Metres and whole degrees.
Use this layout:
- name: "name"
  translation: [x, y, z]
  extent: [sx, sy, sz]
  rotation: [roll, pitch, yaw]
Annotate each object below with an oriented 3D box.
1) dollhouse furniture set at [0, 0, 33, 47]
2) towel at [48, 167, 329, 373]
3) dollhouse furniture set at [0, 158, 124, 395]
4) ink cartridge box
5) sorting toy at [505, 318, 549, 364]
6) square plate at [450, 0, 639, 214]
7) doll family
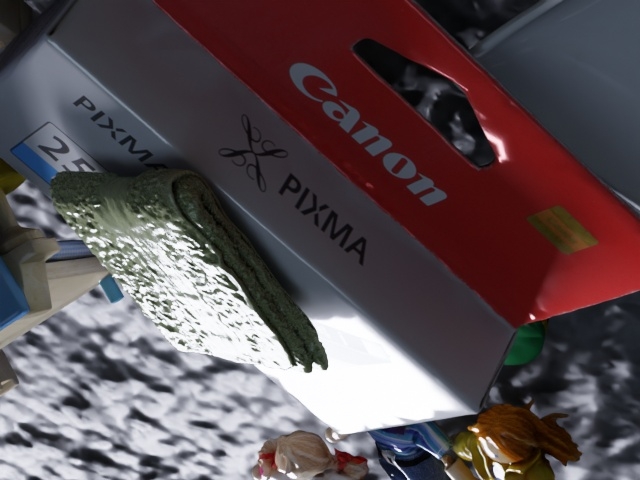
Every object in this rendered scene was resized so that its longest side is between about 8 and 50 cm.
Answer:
- name: "dollhouse furniture set"
  translation: [-0.251, -0.198, 0.765]
  extent: [0.303, 0.174, 0.355]
  rotation: [-17, 154, 17]
- name: "towel"
  translation: [-0.066, 0.016, 0.721]
  extent: [0.110, 0.027, 0.148]
  rotation: [3, 141, 42]
- name: "dollhouse furniture set"
  translation: [-0.276, 0.013, 0.915]
  extent: [0.303, 0.286, 0.198]
  rotation: [-32, 85, 13]
- name: "ink cartridge box"
  translation: [-0.011, -0.024, 0.705]
  extent: [0.296, 0.066, 0.261]
  rotation: [41, 149, -18]
- name: "sorting toy"
  translation: [0.000, 0.000, 0.847]
  extent: [0.274, 0.046, 0.132]
  rotation: [35, 134, -13]
- name: "square plate"
  translation: [0.296, -0.086, 0.616]
  extent: [0.344, 0.049, 0.347]
  rotation: [31, 136, -27]
- name: "doll family"
  translation: [0.083, 0.153, 0.934]
  extent: [0.263, 0.118, 0.163]
  rotation: [12, 143, 35]
